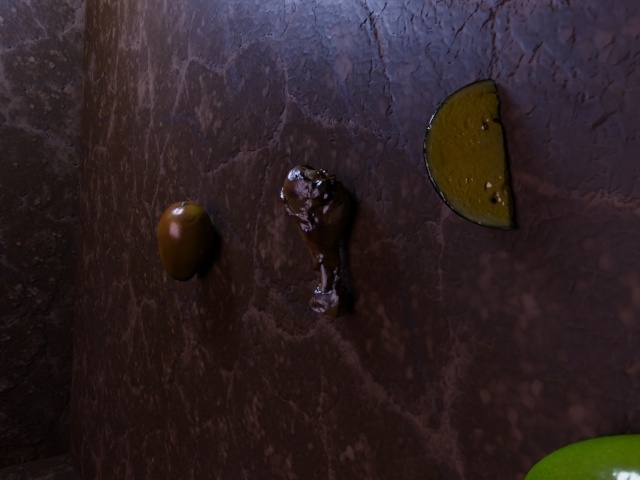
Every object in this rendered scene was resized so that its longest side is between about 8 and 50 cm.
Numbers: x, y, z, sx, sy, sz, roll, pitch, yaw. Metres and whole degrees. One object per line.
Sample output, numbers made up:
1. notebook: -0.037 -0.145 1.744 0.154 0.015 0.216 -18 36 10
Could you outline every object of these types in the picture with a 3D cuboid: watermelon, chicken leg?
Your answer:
1. watermelon: 0.164 -0.098 0.642 0.092 0.075 0.182 -11 80 50
2. chicken leg: 0.003 0.000 0.868 0.107 0.087 0.252 -8 92 36

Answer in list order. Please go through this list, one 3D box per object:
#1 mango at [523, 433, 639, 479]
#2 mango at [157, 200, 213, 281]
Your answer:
1. mango: 0.297 0.247 0.401 0.343 0.156 0.192 -8 75 58
2. mango: -0.327 0.001 1.294 0.221 0.120 0.152 -57 49 49
